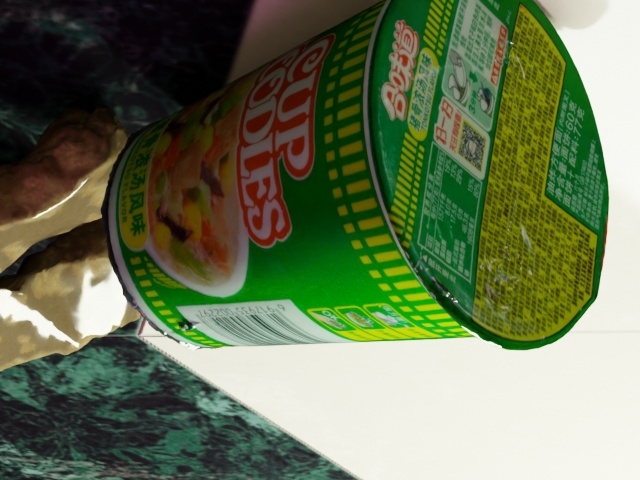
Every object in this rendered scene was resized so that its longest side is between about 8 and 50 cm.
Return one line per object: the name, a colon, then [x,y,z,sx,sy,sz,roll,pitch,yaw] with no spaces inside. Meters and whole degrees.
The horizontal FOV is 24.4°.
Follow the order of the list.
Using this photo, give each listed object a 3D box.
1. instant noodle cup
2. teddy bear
instant noodle cup: [0.009,-0.021,0.819,0.233,0.207,0.207,-15,141,40]
teddy bear: [-0.279,-0.003,0.953,0.296,0.222,0.246,-31,146,-21]
